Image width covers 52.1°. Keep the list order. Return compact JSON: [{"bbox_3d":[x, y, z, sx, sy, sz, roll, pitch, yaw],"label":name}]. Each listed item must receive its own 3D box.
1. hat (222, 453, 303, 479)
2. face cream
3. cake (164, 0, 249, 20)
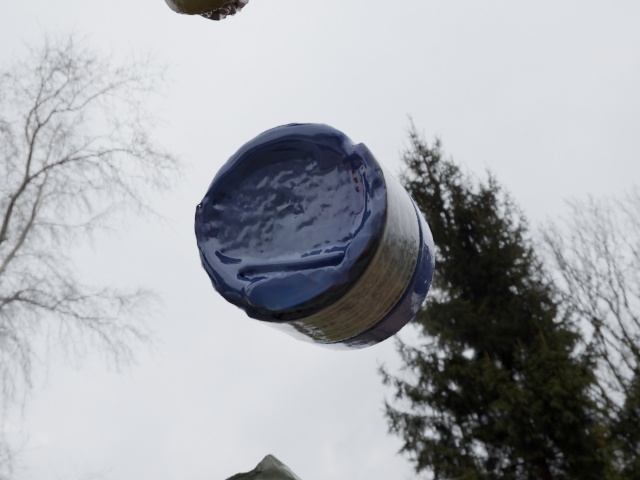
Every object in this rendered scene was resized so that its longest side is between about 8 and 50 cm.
[{"bbox_3d":[-0.069,0.382,0.747,0.244,0.149,0.214,-36,-51,-22],"label":"hat"},{"bbox_3d":[0.000,0.000,0.819,0.249,0.249,0.225,-23,-26,13],"label":"face cream"},{"bbox_3d":[-0.181,-0.454,1.112,0.207,0.185,0.178,8,-25,39],"label":"cake"}]
